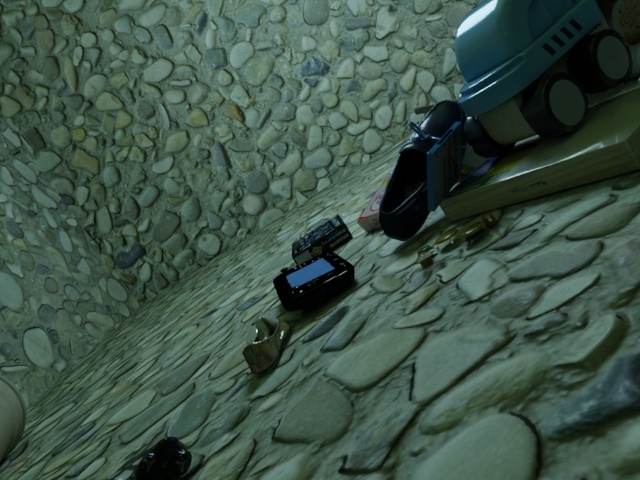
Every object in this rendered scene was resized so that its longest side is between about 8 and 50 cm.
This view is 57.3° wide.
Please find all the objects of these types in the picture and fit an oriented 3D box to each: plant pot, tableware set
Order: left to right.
[{"bbox_3d":[-0.984,0.549,1.573,0.334,0.334,0.305,-36,20,-14],"label":"plant pot"},{"bbox_3d":[0.233,0.000,1.011,0.154,0.024,0.104,-32,6,16],"label":"tableware set"}]

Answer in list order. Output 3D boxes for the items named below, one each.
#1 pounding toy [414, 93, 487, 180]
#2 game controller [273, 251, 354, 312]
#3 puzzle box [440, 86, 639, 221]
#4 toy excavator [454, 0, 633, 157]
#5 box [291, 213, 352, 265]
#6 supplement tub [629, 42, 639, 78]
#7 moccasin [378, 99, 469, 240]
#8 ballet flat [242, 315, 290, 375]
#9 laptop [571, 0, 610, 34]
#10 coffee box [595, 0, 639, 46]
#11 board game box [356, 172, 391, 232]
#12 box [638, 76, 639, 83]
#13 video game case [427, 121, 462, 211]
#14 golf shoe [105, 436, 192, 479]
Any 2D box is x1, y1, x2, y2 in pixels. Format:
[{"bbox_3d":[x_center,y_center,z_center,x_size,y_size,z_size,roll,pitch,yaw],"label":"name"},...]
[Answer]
[{"bbox_3d":[0.347,-0.230,1.383,0.183,0.237,0.110,-24,-29,-12],"label":"pounding toy"},{"bbox_3d":[-0.020,0.083,1.307,0.166,0.067,0.319,-34,10,-4],"label":"game controller"},{"bbox_3d":[0.431,-0.161,1.055,0.272,0.052,0.409,-39,10,-28],"label":"puzzle box"},{"bbox_3d":[0.376,-0.449,1.102,0.433,0.445,0.222,-42,12,-20],"label":"toy excavator"},{"bbox_3d":[0.000,0.000,1.711,0.175,0.051,0.220,-33,9,3],"label":"box"},{"bbox_3d":[0.702,-0.398,1.288,0.071,0.071,0.107,-35,9,-6],"label":"supplement tub"},{"bbox_3d":[0.226,-0.162,1.239,0.137,0.117,0.342,13,71,28],"label":"moccasin"},{"bbox_3d":[-0.101,0.178,1.094,0.073,0.067,0.206,-34,9,8],"label":"ballet flat"},{"bbox_3d":[0.634,-0.580,1.385,0.382,0.408,0.236,-39,9,-28],"label":"laptop"},{"bbox_3d":[0.726,-0.527,1.313,0.098,0.246,0.141,-37,9,-22],"label":"coffee box"},{"bbox_3d":[0.195,-0.117,1.536,0.146,0.045,0.193,-21,30,54],"label":"board game box"},{"bbox_3d":[0.698,-0.349,1.139,0.109,0.042,0.178,-23,15,47],"label":"box"},{"bbox_3d":[0.242,-0.145,1.134,0.015,0.119,0.166,10,35,28],"label":"video game case"},{"bbox_3d":[-0.268,0.351,0.802,0.198,0.077,0.094,-31,-4,-27],"label":"golf shoe"}]
